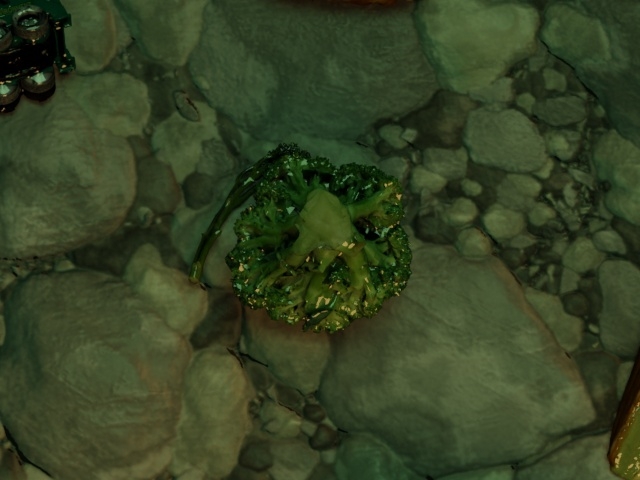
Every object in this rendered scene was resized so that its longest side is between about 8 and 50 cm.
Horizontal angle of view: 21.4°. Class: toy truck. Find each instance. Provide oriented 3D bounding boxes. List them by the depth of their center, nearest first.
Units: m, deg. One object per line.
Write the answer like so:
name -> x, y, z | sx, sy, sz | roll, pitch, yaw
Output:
toy truck -> -0.366, -0.198, 1.726 | 0.216, 0.110, 0.116 | -19, 57, -16

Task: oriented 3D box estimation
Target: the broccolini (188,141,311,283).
broccolini -> -0.082, -0.032, 1.736 | 0.052, 0.054, 0.194 | 24, 66, 38

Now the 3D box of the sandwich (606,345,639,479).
sandwich -> 0.371, 0.154, 1.733 | 0.117, 0.144, 0.187 | 23, 100, 2

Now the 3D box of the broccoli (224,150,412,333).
broccoli -> 0.000, 0.000, 1.667 | 0.195, 0.156, 0.195 | -2, 78, 9

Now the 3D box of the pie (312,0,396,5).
pie -> 0.018, -0.384, 1.877 | 0.308, 0.085, 0.308 | 3, 67, -8
